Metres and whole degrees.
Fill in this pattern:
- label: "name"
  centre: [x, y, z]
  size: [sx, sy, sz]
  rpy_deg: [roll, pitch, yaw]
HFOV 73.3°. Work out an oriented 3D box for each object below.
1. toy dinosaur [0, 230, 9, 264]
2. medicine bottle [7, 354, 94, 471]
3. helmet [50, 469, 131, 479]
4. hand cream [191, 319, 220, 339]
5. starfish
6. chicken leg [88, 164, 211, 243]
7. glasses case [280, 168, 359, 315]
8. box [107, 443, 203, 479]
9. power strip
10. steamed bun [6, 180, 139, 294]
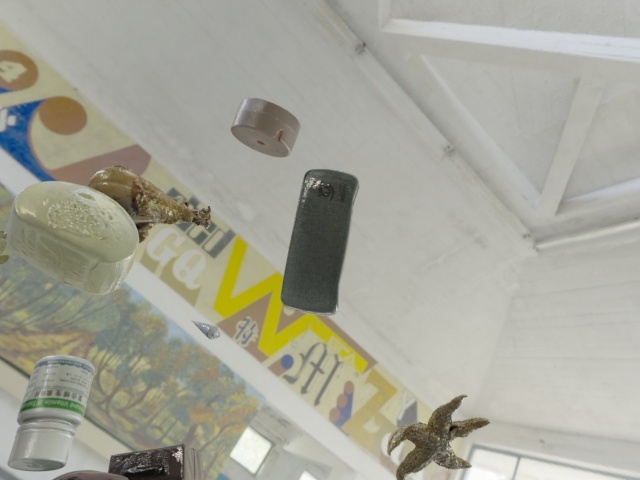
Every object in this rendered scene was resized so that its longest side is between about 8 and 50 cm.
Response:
- label: "toy dinosaur"
  centre: [-1.041, 0.054, 1.335]
  size: [0.199, 0.252, 0.072]
  rpy_deg: [-12, -43, 36]
- label: "medicine bottle"
  centre: [-0.636, 0.405, 1.019]
  size: [0.138, 0.237, 0.139]
  rpy_deg: [-3, -41, -3]
- label: "helmet"
  centre: [-0.598, 0.692, 1.058]
  size: [0.338, 0.271, 0.197]
  rpy_deg: [14, 2, -14]
- label: "hand cream"
  centre: [-0.446, 0.351, 1.684]
  size: [0.142, 0.053, 0.084]
  rpy_deg: [10, -30, 40]
- label: "starfish"
  centre: [0.254, 0.436, 0.919]
  size: [0.235, 0.277, 0.062]
  rpy_deg: [23, 10, -18]
- label: "chicken leg"
  centre: [-0.579, -0.088, 1.461]
  size: [0.409, 0.182, 0.295]
  rpy_deg: [11, -57, -36]
- label: "glasses case"
  centre: [0.000, 0.000, 0.953]
  size: [0.131, 0.324, 0.074]
  rpy_deg: [9, -14, 6]
- label: "box"
  centre: [-0.519, 0.752, 1.361]
  size: [0.252, 0.153, 0.188]
  rpy_deg: [-9, -37, 1]
- label: "power strip"
  centre: [-0.128, -0.260, 0.998]
  size: [0.154, 0.078, 0.154]
  rpy_deg: [19, -8, 3]
- label: "steamed bun"
  centre: [-0.511, -0.007, 0.910]
  size: [0.250, 0.155, 0.200]
  rpy_deg: [34, -45, -10]
